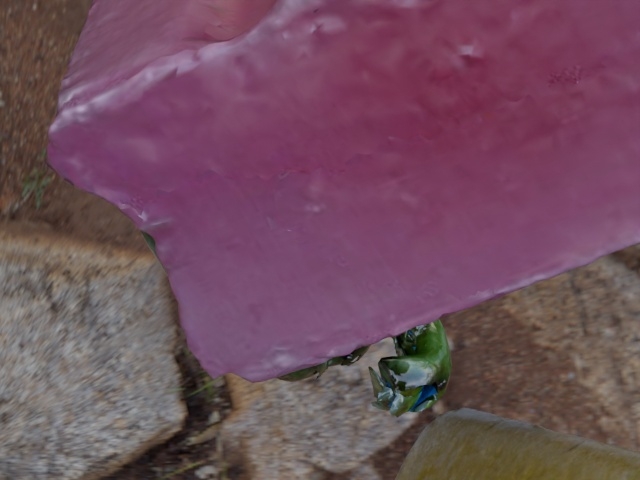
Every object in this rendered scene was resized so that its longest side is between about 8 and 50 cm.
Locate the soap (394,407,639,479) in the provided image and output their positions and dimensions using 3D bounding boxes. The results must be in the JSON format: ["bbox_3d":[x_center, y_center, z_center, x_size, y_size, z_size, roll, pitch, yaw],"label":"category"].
[{"bbox_3d":[0.091,0.143,0.470,0.073,0.232,0.140,30,79,-23],"label":"soap"}]

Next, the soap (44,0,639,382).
[{"bbox_3d":[0.047,-0.141,0.510,0.233,0.359,0.128,-22,124,18],"label":"soap"}]

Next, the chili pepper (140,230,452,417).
[{"bbox_3d":[0.000,0.000,0.761,0.174,0.165,0.261,-25,59,-14],"label":"chili pepper"}]
